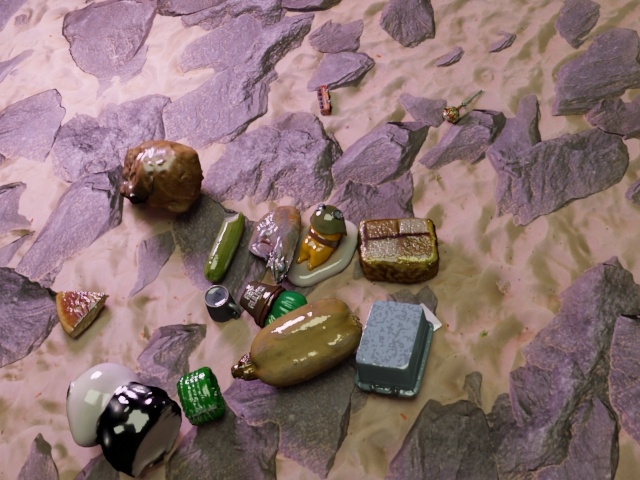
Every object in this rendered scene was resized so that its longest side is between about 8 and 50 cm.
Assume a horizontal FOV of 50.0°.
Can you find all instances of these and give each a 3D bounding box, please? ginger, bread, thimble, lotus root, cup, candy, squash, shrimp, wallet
[{"bbox_3d":[-0.465,-0.196,2.037,0.222,0.201,0.269,7,9,-24],"label":"ginger"},{"bbox_3d":[-0.662,0.204,1.878,0.154,0.054,0.136,-4,54,12],"label":"bread"},{"bbox_3d":[-0.289,0.381,1.668,0.090,0.118,0.130,-20,34,-2],"label":"thimble"},{"bbox_3d":[-0.058,0.263,1.692,0.342,0.151,0.169,-27,83,2],"label":"lotus root"},{"bbox_3d":[-0.259,0.170,1.829,0.100,0.077,0.078,16,60,17],"label":"cup"},{"bbox_3d":[0.452,-0.429,2.163,0.184,0.049,0.056,-38,89,-24],"label":"candy"},{"bbox_3d":[-0.269,0.013,1.942,0.069,0.069,0.239,10,59,15],"label":"squash"},{"bbox_3d":[-0.133,0.012,1.896,0.164,0.062,0.317,-24,37,21],"label":"shrimp"},{"bbox_3d":[0.208,0.022,1.854,0.222,0.096,0.182,-1,53,8],"label":"bread"},{"bbox_3d":[0.273,0.201,1.772,0.044,0.011,0.083,-31,57,-13],"label":"wallet"}]

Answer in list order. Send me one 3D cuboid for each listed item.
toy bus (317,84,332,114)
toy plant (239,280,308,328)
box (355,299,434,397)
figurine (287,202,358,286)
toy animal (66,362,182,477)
[{"bbox_3d":[0.013,-0.458,2.244,0.043,0.031,0.110,-12,55,8],"label":"toy bus"},{"bbox_3d":[-0.113,0.185,1.787,0.200,0.105,0.143,28,74,10],"label":"toy plant"},{"bbox_3d":[0.177,0.259,1.674,0.162,0.130,0.227,6,52,21],"label":"box"},{"bbox_3d":[0.000,0.000,1.869,0.166,0.141,0.250,29,65,23],"label":"figurine"},{"bbox_3d":[-0.474,0.418,1.625,0.266,0.213,0.213,22,62,25],"label":"toy animal"}]
